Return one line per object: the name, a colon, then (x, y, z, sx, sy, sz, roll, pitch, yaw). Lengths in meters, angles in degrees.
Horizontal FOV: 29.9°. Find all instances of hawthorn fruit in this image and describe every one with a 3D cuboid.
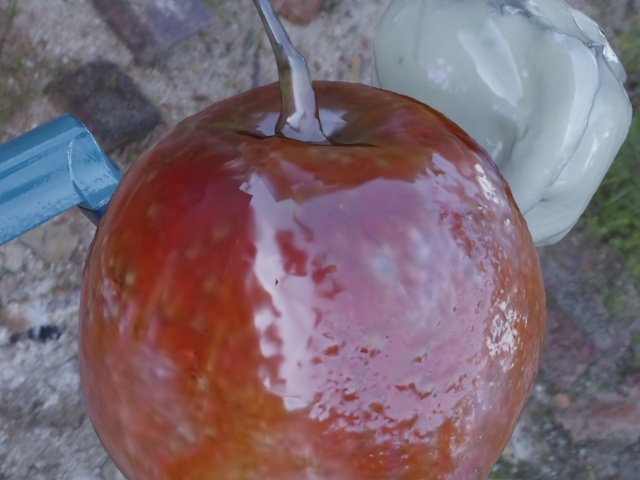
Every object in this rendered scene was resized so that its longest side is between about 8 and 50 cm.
hawthorn fruit: (0.002, 0.036, 0.582, 0.235, 0.263, 0.231, 16, 68, -14)

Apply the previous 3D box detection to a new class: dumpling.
dumpling: (0.098, -0.064, 0.826, 0.187, 0.243, 0.318, 30, 11, 2)

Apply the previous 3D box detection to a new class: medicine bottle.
medicine bottle: (-0.299, -0.027, 1.134, 0.258, 0.124, 0.079, -28, 42, -20)
